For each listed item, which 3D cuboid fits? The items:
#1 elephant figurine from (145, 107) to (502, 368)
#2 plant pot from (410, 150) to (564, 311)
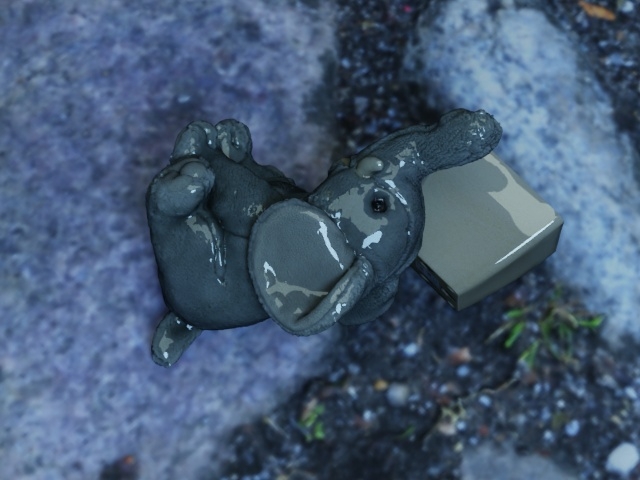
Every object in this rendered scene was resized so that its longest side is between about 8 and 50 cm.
[{"bbox_3d":[0.000,0.000,1.197,0.239,0.186,0.169,13,44,23],"label":"elephant figurine"},{"bbox_3d":[0.115,-0.008,1.269,0.096,0.109,0.109,-43,77,-6],"label":"plant pot"}]
